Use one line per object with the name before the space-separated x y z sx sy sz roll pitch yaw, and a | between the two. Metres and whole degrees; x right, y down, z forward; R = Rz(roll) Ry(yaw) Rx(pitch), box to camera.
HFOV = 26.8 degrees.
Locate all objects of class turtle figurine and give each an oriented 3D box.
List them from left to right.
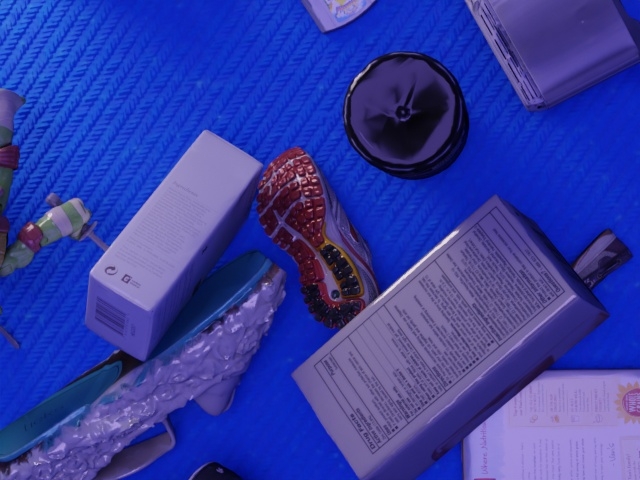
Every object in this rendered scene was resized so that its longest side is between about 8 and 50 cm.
turtle figurine | -0.360 -0.016 1.505 0.198 0.274 0.266 -23 73 45

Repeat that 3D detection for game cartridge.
game cartridge | 0.026 -0.274 1.529 0.083 0.017 0.056 -34 90 7

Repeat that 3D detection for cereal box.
cereal box | 0.275 0.226 1.479 0.240 0.047 0.173 -1 88 9

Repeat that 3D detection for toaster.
toaster | 0.249 -0.238 1.436 0.146 0.129 0.227 -30 105 11

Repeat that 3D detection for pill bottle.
pill bottle | 0.095 -0.126 1.416 0.123 0.219 0.123 0 90 8

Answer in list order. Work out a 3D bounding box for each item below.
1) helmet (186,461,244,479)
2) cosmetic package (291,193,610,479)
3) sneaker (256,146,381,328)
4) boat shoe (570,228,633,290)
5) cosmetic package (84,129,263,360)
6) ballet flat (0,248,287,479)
helmet | -0.135 0.333 1.480 0.161 0.169 0.169 -14 88 23
cosmetic package | 0.137 0.111 1.422 0.296 0.129 0.153 -41 63 13
sneaker | 0.000 0.000 1.505 0.088 0.093 0.225 -29 71 23
boat shoe | 0.281 0.056 1.474 0.049 0.056 0.152 41 95 11
cosmetic package | -0.156 0.004 1.447 0.085 0.117 0.231 31 57 7
ballet flat | -0.184 0.167 1.519 0.409 0.147 0.147 -35 86 9
